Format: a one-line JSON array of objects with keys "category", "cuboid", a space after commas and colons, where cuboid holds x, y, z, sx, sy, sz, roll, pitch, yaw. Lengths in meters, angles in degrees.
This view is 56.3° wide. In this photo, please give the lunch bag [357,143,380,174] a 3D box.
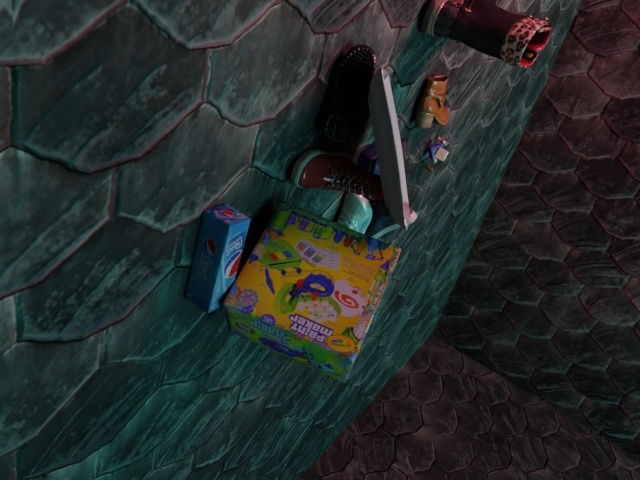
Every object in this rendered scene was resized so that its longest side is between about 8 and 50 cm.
[{"category": "lunch bag", "cuboid": [0.156, -0.222, 1.665, 0.098, 0.065, 0.067, -37, 149, -42]}]

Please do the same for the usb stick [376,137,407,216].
[{"category": "usb stick", "cuboid": [0.209, -0.184, 1.721, 0.077, 0.045, 0.277, 65, 33, -43]}]

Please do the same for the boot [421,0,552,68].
[{"category": "boot", "cuboid": [0.469, -0.578, 1.597, 0.377, 0.284, 0.138, -31, 145, -48]}]

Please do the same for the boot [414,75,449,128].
[{"category": "boot", "cuboid": [0.363, -0.433, 1.840, 0.197, 0.073, 0.152, -34, 142, -52]}]

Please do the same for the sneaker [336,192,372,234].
[{"category": "sneaker", "cuboid": [0.082, -0.041, 1.706, 0.092, 0.088, 0.228, -35, 145, -42]}]

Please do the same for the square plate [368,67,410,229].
[{"category": "square plate", "cuboid": [0.162, -0.220, 1.402, 0.347, 0.049, 0.343, -56, 137, -74]}]

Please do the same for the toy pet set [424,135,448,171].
[{"category": "toy pet set", "cuboid": [0.395, -0.308, 2.105, 0.122, 0.065, 0.114, -61, -167, 11]}]

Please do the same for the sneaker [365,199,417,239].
[{"category": "sneaker", "cuboid": [0.158, -0.089, 1.820, 0.226, 0.163, 0.086, -28, -159, 32]}]

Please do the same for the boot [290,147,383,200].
[{"category": "boot", "cuboid": [0.054, -0.142, 1.404, 0.244, 0.176, 0.088, -18, 135, -57]}]

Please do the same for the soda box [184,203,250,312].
[{"category": "soda box", "cuboid": [-0.209, 0.037, 1.203, 0.067, 0.071, 0.210, -25, 140, -54]}]

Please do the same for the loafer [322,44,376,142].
[{"category": "loafer", "cuboid": [0.058, -0.328, 1.334, 0.078, 0.080, 0.219, -71, -175, -74]}]

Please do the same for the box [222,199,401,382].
[{"category": "box", "cuboid": [-0.017, 0.112, 1.317, 0.177, 0.290, 0.279, 97, 18, -62]}]
